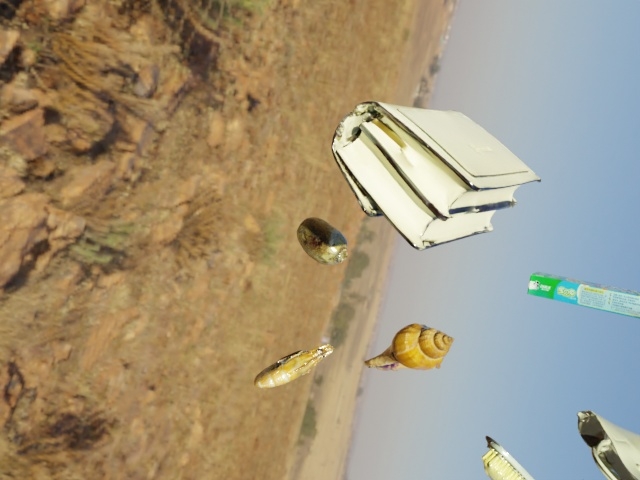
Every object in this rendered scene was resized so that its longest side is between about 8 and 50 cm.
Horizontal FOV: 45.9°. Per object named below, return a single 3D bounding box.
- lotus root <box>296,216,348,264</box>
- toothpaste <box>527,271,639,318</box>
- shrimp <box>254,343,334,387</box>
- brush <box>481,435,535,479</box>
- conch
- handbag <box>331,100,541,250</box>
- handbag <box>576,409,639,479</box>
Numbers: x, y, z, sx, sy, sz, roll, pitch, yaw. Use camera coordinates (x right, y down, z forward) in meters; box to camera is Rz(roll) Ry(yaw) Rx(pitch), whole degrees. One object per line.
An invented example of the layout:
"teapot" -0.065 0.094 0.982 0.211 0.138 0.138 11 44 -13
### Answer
"lotus root" 0.000 0.000 1.755 0.089 0.179 0.080 -48 134 -3
"toothpaste" 0.585 0.119 1.621 0.065 0.267 0.050 -11 110 -59
"shrimp" -0.049 0.232 1.404 0.045 0.163 0.095 64 -3 4
"brush" 0.395 0.477 1.393 0.060 0.297 0.068 -48 -173 -8
"conch" 0.178 0.218 1.537 0.330 0.109 0.093 157 -67 -64
"handbag" 0.196 -0.123 1.280 0.160 0.236 0.359 -48 161 27
"handbag" 0.554 0.397 1.291 0.109 0.241 0.315 -44 135 10
